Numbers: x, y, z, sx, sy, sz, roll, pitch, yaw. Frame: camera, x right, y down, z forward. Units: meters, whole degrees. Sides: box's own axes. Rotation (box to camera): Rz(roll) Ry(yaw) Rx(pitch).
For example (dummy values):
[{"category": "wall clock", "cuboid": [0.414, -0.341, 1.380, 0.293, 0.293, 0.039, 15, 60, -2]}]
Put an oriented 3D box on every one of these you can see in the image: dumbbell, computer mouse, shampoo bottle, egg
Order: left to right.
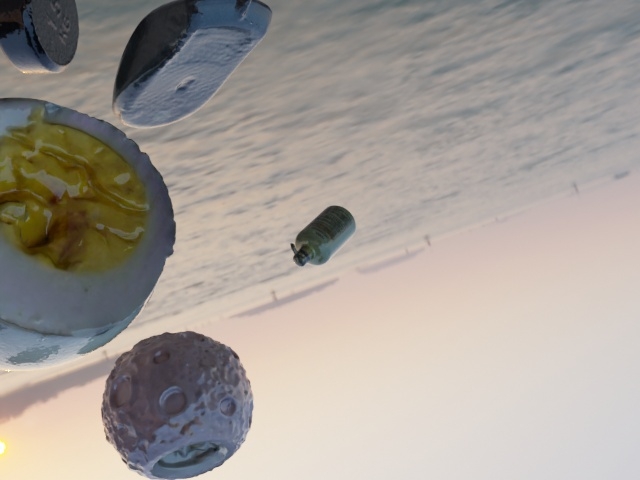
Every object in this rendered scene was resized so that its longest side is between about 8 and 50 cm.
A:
[{"category": "dumbbell", "cuboid": [-0.635, -0.407, 1.393, 0.322, 0.204, 0.204, 0, 180, 8]}, {"category": "egg", "cuboid": [-0.432, 0.020, 1.072, 0.354, 0.355, 0.339, -17, 170, -42]}, {"category": "computer mouse", "cuboid": [-0.232, -0.320, 1.271, 0.188, 0.122, 0.371, -12, 167, -46]}, {"category": "shampoo bottle", "cuboid": [0.000, 0.000, 1.449, 0.079, 0.079, 0.162, -22, -164, 43]}]

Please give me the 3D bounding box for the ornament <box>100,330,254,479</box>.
[{"category": "ornament", "cuboid": [-0.245, 0.272, 1.284, 0.259, 0.225, 0.259, -13, 145, -10]}]
